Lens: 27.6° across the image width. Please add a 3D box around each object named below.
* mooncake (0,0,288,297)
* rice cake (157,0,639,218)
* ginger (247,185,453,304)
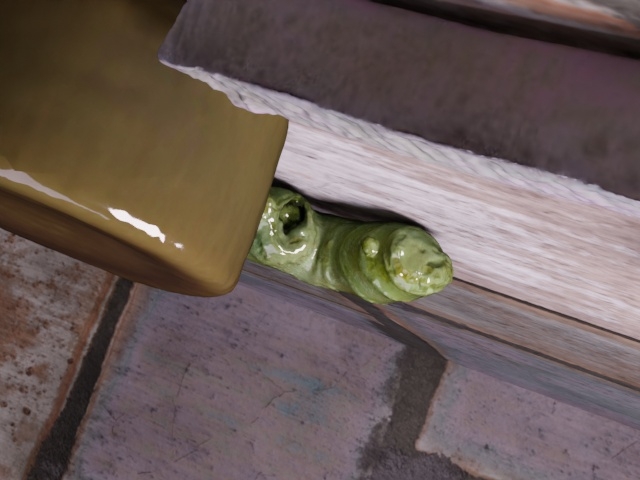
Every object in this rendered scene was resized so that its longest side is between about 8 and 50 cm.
[{"bbox_3d":[-0.157,-0.082,0.798,0.284,0.155,0.284,23,171,4],"label":"mooncake"},{"bbox_3d":[0.083,-0.060,0.592,0.365,0.072,0.056,17,174,31],"label":"rice cake"},{"bbox_3d":[-0.004,0.000,1.242,0.290,0.089,0.137,22,155,24],"label":"ginger"}]
